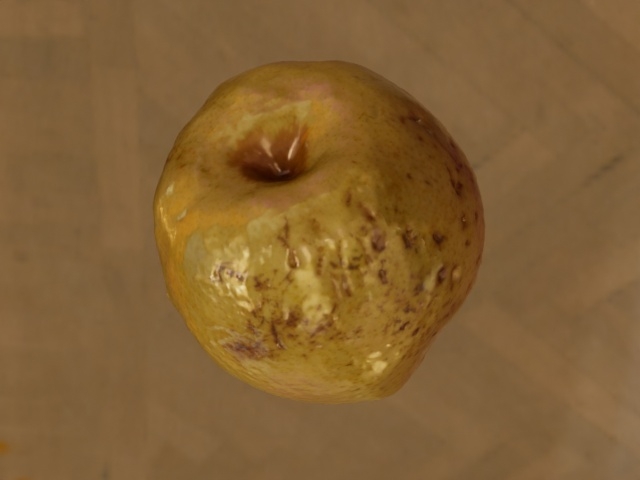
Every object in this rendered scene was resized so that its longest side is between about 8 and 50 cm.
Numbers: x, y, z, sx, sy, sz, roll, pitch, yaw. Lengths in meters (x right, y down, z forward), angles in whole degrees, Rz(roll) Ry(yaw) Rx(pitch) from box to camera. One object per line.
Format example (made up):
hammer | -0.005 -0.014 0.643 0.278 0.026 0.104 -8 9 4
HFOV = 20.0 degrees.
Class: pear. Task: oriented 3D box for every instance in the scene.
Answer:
pear | 0.000 0.000 0.905 0.178 0.178 0.178 -2 132 -2
